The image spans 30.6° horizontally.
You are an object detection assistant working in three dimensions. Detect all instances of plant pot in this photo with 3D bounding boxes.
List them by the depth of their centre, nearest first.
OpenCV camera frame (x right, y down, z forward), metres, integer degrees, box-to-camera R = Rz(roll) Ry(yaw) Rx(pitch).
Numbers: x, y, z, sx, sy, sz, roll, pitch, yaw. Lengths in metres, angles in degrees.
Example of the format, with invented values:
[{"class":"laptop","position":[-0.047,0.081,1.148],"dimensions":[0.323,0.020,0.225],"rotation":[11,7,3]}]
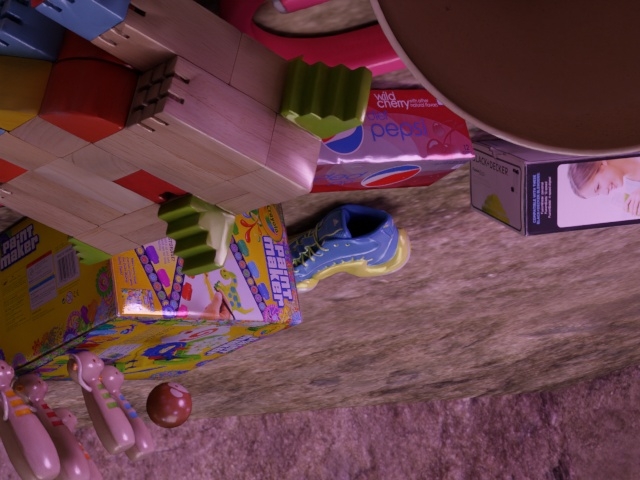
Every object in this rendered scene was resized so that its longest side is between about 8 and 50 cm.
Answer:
[{"class":"plant pot","position":[0.153,-0.213,0.721],"dimensions":[0.284,0.284,0.191],"rotation":[-10,-161,0]}]

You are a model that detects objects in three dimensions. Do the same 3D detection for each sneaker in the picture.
[{"class":"sneaker","position":[0.000,0.000,1.607],"dimensions":[0.240,0.091,0.126],"rotation":[-12,145,6]}]

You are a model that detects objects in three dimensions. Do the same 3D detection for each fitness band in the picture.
[{"class":"fitness band","position":[0.058,-0.201,0.993],"dimensions":[0.291,0.054,0.209],"rotation":[-13,164,12]}]

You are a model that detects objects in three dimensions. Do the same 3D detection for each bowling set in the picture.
[{"class":"bowling set","position":[-0.264,0.192,1.388],"dimensions":[0.200,0.154,0.287],"rotation":[-29,164,-8]}]

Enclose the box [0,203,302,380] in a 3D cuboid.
[{"class":"box","position":[-0.230,0.059,1.461],"dimensions":[0.279,0.177,0.290],"rotation":[7,156,-44]}]

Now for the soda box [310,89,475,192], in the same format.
[{"class":"soda box","position":[0.027,-0.102,1.211],"dimensions":[0.263,0.083,0.092],"rotation":[-4,165,-34]}]

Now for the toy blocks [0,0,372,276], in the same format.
[{"class":"toy blocks","position":[-0.187,-0.104,0.952],"dimensions":[0.261,0.191,0.381],"rotation":[28,152,-34]}]

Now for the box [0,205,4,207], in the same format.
[{"class":"box","position":[-0.402,-0.054,1.245],"dimensions":[0.162,0.029,0.116],"rotation":[-11,163,6]}]

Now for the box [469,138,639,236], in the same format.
[{"class":"box","position":[0.339,-0.076,1.391],"dimensions":[0.290,0.087,0.169],"rotation":[-6,-165,-15]}]
